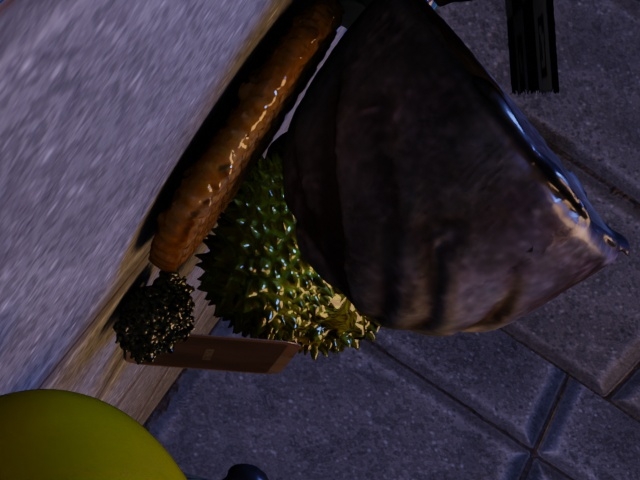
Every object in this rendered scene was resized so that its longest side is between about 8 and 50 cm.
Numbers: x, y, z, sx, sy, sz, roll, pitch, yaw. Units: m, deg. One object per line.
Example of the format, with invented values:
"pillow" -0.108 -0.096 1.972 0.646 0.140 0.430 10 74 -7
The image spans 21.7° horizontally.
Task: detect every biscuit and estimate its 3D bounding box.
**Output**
"biscuit" -0.059 -0.082 1.288 0.254 0.035 0.254 -56 -179 1

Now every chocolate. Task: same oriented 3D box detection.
"chocolate" 0.077 -0.046 1.356 0.213 0.303 0.303 -40 -178 10

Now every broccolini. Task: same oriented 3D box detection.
"broccolini" -0.139 0.065 1.507 0.202 0.068 0.091 -64 169 -87

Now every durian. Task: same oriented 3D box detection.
"durian" 0.002 0.003 1.763 0.291 0.225 0.291 -52 179 -1

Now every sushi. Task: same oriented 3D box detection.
"sushi" 0.101 -0.253 1.262 0.373 0.100 0.296 -74 159 -85

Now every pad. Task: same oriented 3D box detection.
"pad" -0.118 0.119 1.759 0.266 0.176 0.002 120 -26 -77

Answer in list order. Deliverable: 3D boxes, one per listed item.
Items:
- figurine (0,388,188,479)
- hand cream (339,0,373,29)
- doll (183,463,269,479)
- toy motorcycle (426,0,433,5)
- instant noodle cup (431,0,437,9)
"figurine" -0.181 0.209 0.951 0.187 0.215 0.344 -4 164 -27
"hand cream" 0.073 -0.269 1.475 0.205 0.050 0.078 -60 -178 -26
"doll" -0.144 0.329 1.183 0.382 0.252 0.378 3 -106 58
"toy motorcycle" 0.093 -0.208 1.705 0.122 0.080 0.215 -90 179 -64
"instant noodle cup" 0.075 -0.242 1.962 0.179 0.070 0.157 -56 -179 -41
